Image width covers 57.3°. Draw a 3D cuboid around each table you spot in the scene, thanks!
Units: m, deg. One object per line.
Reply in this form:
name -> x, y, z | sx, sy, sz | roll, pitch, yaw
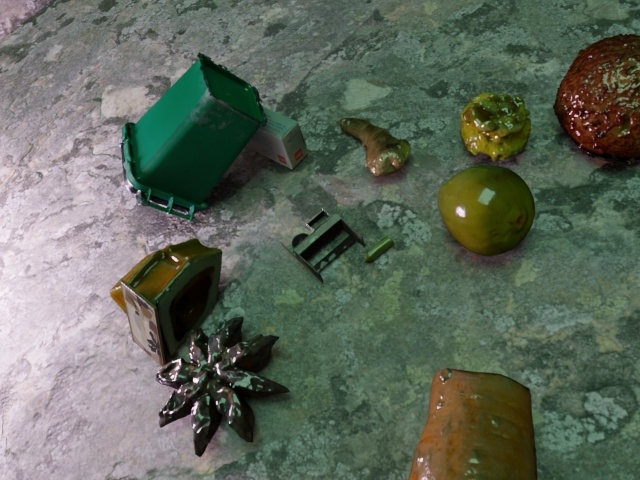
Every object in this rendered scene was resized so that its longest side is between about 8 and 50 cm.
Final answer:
table -> 0.000, 0.000, 1.488 | 0.146, 0.062, 0.175 | -41, 58, -13

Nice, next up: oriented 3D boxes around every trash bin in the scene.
trash bin -> -0.346, -0.270, 1.576 | 0.381, 0.259, 0.295 | -42, 49, 28

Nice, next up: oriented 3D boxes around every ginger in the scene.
ginger -> 0.141, -0.267, 1.624 | 0.131, 0.086, 0.294 | -42, 47, -2

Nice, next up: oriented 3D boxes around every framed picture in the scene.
framed picture -> -0.420, 0.202, 1.394 | 0.136, 0.200, 0.010 | 30, 43, 31

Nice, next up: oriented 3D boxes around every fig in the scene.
fig -> 0.382, -0.076, 1.354 | 0.207, 0.207, 0.230 | -23, 19, 0

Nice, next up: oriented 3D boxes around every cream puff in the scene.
cream puff -> 0.743, -0.364, 1.418 | 0.351, 0.228, 0.350 | -7, 54, 9

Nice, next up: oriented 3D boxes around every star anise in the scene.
star anise -> -0.229, 0.311, 1.307 | 0.332, 0.117, 0.331 | -9, 58, 15

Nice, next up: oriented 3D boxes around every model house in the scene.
model house -> -0.391, 0.111, 1.475 | 0.239, 0.173, 0.268 | 21, 59, 36

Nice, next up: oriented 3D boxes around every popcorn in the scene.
popcorn -> 0.450, -0.303, 1.508 | 0.198, 0.155, 0.197 | -5, 44, 5

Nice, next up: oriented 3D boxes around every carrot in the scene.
carrot -> 0.270, 0.406, 1.027 | 0.224, 0.224, 0.340 | 5, 55, 20

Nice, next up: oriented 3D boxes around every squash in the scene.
squash -> 0.142, 0.023, 1.450 | 0.083, 0.027, 0.027 | -36, 54, -11

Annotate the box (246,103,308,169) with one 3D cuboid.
box -> -0.169, -0.321, 1.711 | 0.269, 0.135, 0.079 | 29, 66, 31
